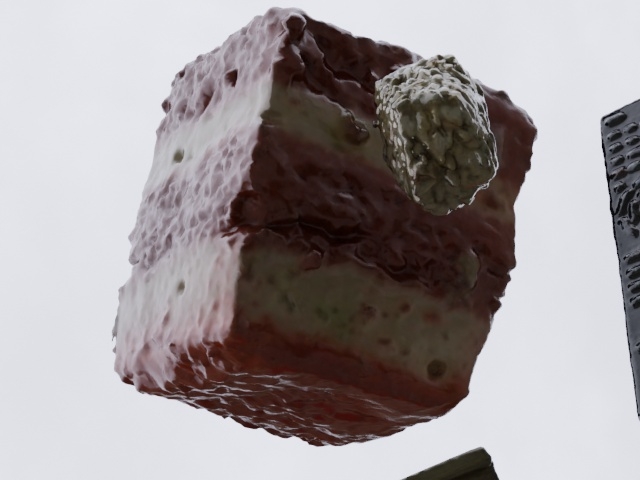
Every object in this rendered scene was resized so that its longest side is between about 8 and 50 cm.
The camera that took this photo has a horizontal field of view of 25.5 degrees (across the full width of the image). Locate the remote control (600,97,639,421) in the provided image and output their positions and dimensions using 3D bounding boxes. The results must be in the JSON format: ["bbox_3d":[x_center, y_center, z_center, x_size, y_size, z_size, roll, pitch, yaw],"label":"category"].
[{"bbox_3d":[0.217,0.004,0.894,0.025,0.063,0.245,40,-140,-41],"label":"remote control"}]

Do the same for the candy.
[{"bbox_3d":[0.081,-0.075,0.994,0.085,0.110,0.095,-22,-70,6],"label":"candy"}]

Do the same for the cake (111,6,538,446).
[{"bbox_3d":[0.000,0.000,1.229,0.269,0.270,0.320,19,-110,-24],"label":"cake"}]

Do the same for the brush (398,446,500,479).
[{"bbox_3d":[-0.031,0.155,0.676,0.248,0.036,0.043,-23,-52,-4],"label":"brush"}]
